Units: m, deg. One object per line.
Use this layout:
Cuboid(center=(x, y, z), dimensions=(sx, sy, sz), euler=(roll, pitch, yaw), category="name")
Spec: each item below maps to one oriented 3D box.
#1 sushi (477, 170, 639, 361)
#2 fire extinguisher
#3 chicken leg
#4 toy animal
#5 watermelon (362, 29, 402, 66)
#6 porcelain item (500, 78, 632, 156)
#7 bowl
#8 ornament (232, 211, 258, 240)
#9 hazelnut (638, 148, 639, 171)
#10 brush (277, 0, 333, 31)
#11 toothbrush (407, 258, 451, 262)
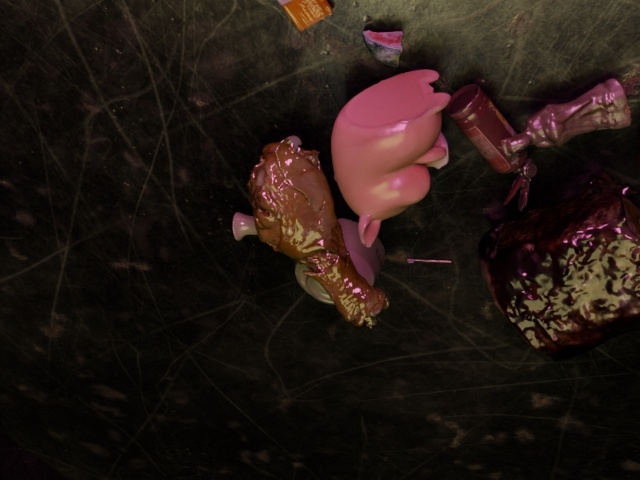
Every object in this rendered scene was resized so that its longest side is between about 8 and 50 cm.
Cuboid(center=(0.492, 0.056, 1.370), dimensions=(0.294, 0.281, 0.299), euler=(-32, 113, 27), category="sushi")
Cuboid(center=(0.316, -0.162, 1.329), dimensions=(0.106, 0.075, 0.252), euler=(-43, 118, 6), category="fire extinguisher")
Cuboid(center=(0.000, 0.000, 1.442), dimensions=(0.201, 0.153, 0.429), euler=(-33, 98, 12), category="chicken leg")
Cuboid(center=(0.125, -0.161, 1.318), dimensions=(0.213, 0.195, 0.256), euler=(-15, 132, -3), category="toy animal")
Cuboid(center=(0.113, -0.339, 1.241), dimensions=(0.061, 0.085, 0.085), euler=(-47, 118, -4), category="watermelon")
Cuboid(center=(0.415, -0.203, 1.252), dimensions=(0.216, 0.069, 0.081), euler=(-20, 122, 12), category="porcelain item")
Cuboid(center=(0.032, 0.063, 1.590), dimensions=(0.211, 0.112, 0.211), euler=(7, 134, 7), category="bowl")
Cuboid(center=(-0.105, -0.027, 1.554), dimensions=(0.156, 0.081, 0.075), euler=(2, 153, 14), category="ornament")
Cuboid(center=(0.637, -0.117, 1.227), dimensions=(0.208, 0.208, 0.208), euler=(6, 134, 6), category="hazelnut")
Cuboid(center=(-0.101, -0.484, 1.157), dimensions=(0.085, 0.020, 0.336), euler=(-22, 125, 29), category="brush")
Cuboid(center=(0.239, 0.046, 1.599), dimensions=(0.097, 0.008, 0.006), euler=(1, 147, 10), category="toothbrush")
